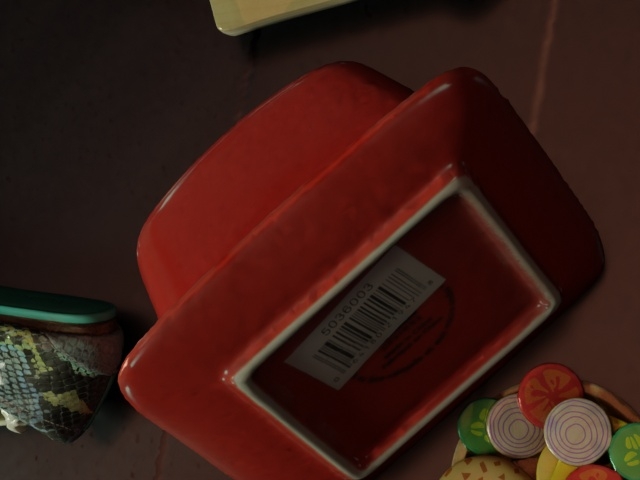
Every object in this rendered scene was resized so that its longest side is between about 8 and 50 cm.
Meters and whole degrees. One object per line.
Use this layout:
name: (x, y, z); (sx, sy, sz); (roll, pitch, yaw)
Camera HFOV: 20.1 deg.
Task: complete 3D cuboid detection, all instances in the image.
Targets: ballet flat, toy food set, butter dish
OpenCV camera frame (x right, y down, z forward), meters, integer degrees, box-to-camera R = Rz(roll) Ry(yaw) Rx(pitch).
ballet flat: (-0.171, 0.038, 0.713); (0.188, 0.070, 0.070); (14, 84, 16)
toy food set: (0.087, 0.089, 0.675); (0.083, 0.020, 0.082); (21, 85, 14)
butter dish: (0.000, 0.000, 0.658); (0.160, 0.160, 0.118); (-41, 53, 2)

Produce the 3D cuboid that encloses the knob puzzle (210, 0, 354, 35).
knob puzzle: (0.033, -0.188, 0.725); (0.213, 0.030, 0.213); (-2, 80, 11)
